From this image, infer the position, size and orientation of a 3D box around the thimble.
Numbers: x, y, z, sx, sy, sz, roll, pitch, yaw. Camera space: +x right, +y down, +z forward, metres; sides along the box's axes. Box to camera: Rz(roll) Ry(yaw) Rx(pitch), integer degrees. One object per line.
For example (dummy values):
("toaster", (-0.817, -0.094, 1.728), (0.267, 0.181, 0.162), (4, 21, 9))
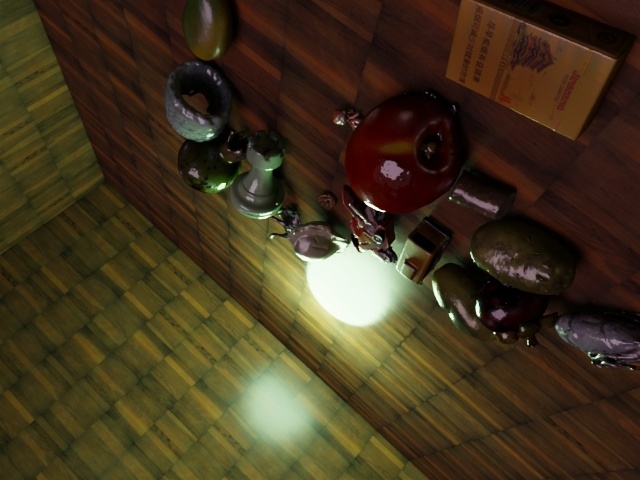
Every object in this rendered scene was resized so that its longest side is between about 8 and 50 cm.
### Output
("thimble", (-0.402, -0.458, 1.743), (0.250, 0.205, 0.172), (64, 155, 4))

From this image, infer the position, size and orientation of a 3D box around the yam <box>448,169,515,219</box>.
("yam", (0.369, -0.101, 1.224), (0.127, 0.084, 0.084), (32, 152, 28))

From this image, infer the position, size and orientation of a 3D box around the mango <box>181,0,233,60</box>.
("mango", (-0.309, -0.616, 1.485), (0.156, 0.114, 0.251), (52, 144, 12))

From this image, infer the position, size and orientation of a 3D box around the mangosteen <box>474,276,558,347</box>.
("mangosteen", (0.484, 0.171, 1.323), (0.200, 0.200, 0.199), (36, 153, 21))

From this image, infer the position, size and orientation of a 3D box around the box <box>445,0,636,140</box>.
("box", (0.362, -0.313, 0.924), (0.274, 0.076, 0.174), (35, 154, 23))

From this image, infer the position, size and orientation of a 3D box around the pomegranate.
("pomegranate", (-0.367, -0.306, 1.938), (0.242, 0.306, 0.242), (54, -161, -28))

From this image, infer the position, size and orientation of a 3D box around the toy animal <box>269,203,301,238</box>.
("toy animal", (-0.127, -0.055, 2.062), (0.148, 0.084, 0.232), (32, 148, 25))

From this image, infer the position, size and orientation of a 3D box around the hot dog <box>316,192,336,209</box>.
("hot dog", (0.018, -0.132, 1.776), (0.058, 0.035, 0.083), (48, 155, -13))

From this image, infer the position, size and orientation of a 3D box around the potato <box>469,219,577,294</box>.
("potato", (0.460, 0.036, 1.230), (0.251, 0.113, 0.149), (26, 112, 37))

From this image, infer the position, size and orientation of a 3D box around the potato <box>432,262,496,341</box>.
("potato", (0.416, 0.170, 1.493), (0.248, 0.143, 0.169), (50, 160, 13))

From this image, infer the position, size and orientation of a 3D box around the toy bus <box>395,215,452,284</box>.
("toy bus", (0.287, 0.038, 1.516), (0.098, 0.114, 0.201), (39, 154, 17))

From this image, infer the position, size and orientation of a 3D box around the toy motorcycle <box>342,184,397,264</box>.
("toy motorcycle", (0.154, -0.038, 1.640), (0.171, 0.089, 0.298), (27, 149, 37))

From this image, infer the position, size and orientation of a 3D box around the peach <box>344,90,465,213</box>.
("peach", (0.161, -0.185, 1.266), (0.362, 0.201, 0.257), (-3, 128, 55))

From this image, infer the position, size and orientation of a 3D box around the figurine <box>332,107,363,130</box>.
("figurine", (0.085, -0.314, 1.393), (0.109, 0.047, 0.064), (18, 142, 9))

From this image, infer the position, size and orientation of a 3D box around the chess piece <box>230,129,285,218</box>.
("chess piece", (-0.202, -0.230, 1.821), (0.195, 0.194, 0.299), (40, 146, 14))

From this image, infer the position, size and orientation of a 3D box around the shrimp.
("shrimp", (0.685, 0.238, 1.198), (0.145, 0.116, 0.343), (57, 160, -23))

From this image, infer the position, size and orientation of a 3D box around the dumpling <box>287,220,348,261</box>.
("dumpling", (0.000, 0.000, 1.888), (0.193, 0.147, 0.258), (-10, 154, 22))
